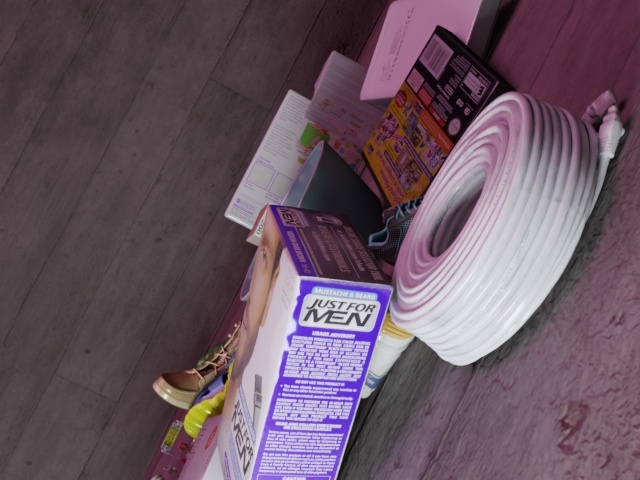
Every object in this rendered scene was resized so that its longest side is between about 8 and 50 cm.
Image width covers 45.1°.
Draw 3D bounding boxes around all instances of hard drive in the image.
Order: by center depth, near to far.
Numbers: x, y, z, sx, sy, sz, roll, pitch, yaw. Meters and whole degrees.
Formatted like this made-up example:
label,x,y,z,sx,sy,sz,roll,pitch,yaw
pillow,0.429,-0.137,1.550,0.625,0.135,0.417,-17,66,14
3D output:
label,x,y,z,sx,sy,sz,roll,pitch,yaw
hard drive,0.185,-0.341,1.339,0.307,0.040,0.203,15,86,63

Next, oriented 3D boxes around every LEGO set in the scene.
label,x,y,z,sx,sy,sz,roll,pitch,yaw
LEGO set,-0.344,0.541,1.869,0.287,0.107,0.132,-67,10,-28

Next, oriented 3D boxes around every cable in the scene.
label,x,y,z,sx,sy,sz,roll,pitch,yaw
cable,0.156,-0.013,0.729,0.257,0.089,0.257,-67,10,-24

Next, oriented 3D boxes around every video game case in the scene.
label,x,y,z,sx,sy,sz,roll,pitch,yaw
video game case,0.162,-0.173,1.162,0.248,0.035,0.275,-58,24,22

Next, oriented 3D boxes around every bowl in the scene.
label,x,y,z,sx,sy,sz,roll,pitch,yaw
bowl,0.000,0.000,1.344,0.311,0.163,0.311,-59,9,15

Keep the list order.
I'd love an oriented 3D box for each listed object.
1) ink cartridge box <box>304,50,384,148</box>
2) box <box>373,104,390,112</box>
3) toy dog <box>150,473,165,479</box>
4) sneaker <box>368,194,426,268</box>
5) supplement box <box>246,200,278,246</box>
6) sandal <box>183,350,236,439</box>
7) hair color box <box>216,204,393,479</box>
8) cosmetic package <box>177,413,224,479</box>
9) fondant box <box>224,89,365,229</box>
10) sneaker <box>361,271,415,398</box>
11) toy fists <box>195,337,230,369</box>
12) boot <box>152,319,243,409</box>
label,x,y,z,sx,sy,sz,roll,pitch,yaw
ink cartridge box,0.069,-0.312,1.792,0.066,0.189,0.232,-48,17,60
box,0.204,-0.390,1.585,0.169,0.087,0.290,-67,9,-23
toy dog,-0.360,0.654,1.542,0.333,0.161,0.220,-49,-15,-27
sneaker,0.120,-0.026,1.017,0.166,0.076,0.065,-57,11,31
supplement box,-0.090,-0.024,1.285,0.062,0.036,0.098,-65,10,-12
sandal,-0.165,0.303,1.571,0.317,0.126,0.138,-48,10,28
hair color box,-0.032,0.151,0.872,0.185,0.110,0.338,-118,40,-62
cosmetic package,-0.216,0.492,1.337,0.377,0.097,0.284,-67,12,-22
fondant box,-0.047,-0.150,1.812,0.330,0.238,0.096,-62,8,0
sneaker,0.037,0.099,1.008,0.131,0.112,0.296,-61,8,10
toy fists,-0.254,0.333,1.914,0.142,0.096,0.279,-25,-19,-40
boot,-0.218,0.264,1.664,0.095,0.262,0.203,43,106,39
